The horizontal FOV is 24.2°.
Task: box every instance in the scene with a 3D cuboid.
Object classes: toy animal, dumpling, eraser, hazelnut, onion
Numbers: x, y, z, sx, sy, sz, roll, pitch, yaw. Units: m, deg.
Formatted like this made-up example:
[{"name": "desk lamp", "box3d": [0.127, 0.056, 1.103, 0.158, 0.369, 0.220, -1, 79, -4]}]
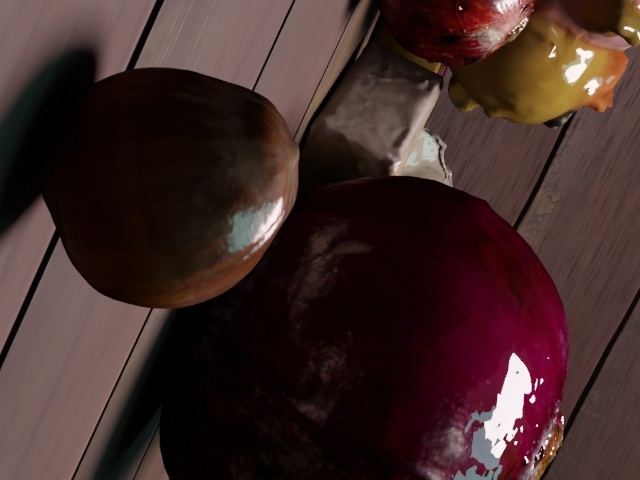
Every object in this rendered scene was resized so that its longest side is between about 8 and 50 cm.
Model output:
[{"name": "toy animal", "box3d": [0.193, -0.190, 1.151, 0.281, 0.169, 0.195, -53, -164, 41]}, {"name": "dumpling", "box3d": [0.076, -0.029, 1.883, 0.172, 0.142, 0.247, -11, 120, -45]}, {"name": "eraser", "box3d": [0.000, 0.000, 1.302, 0.144, 0.078, 0.343, -59, 175, -48]}, {"name": "hazelnut", "box3d": [-0.047, -0.019, 0.471, 0.086, 0.086, 0.086, -63, 176, -7]}, {"name": "onion", "box3d": [0.045, 0.077, 1.065, 0.336, 0.282, 0.260, -29, 145, -60]}, {"name": "onion", "box3d": [0.096, -0.188, 1.052, 0.131, 0.131, 0.131, -63, 176, -7]}]

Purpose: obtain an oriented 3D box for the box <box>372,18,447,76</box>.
[{"name": "box", "box3d": [0.091, -0.180, 1.406, 0.159, 0.071, 0.240, -64, 178, 32]}]
